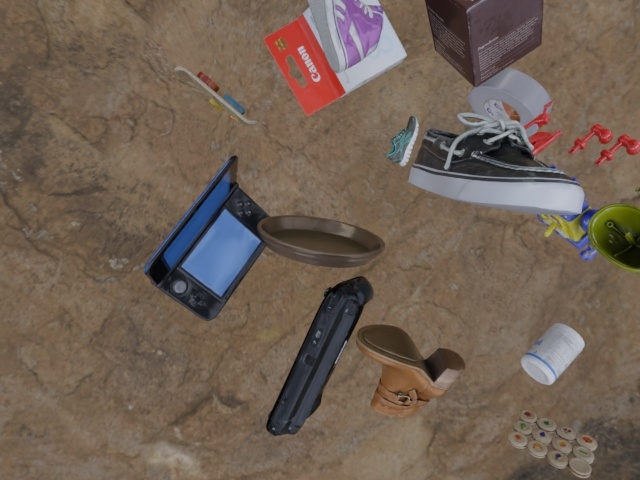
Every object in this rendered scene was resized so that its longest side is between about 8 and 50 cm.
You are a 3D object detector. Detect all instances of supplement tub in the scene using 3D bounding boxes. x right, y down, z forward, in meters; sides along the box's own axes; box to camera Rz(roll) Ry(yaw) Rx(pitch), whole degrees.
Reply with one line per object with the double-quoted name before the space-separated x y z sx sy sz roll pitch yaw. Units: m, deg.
"supplement tub" 0.451 0.221 0.907 0.107 0.071 0.071 -39 111 -16

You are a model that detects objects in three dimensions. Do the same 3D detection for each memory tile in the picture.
"memory tile" 0.451 0.390 0.907 0.113 0.148 0.012 -29 126 -46

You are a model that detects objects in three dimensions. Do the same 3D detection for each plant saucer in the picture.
"plant saucer" 0.000 0.000 1.002 0.278 0.278 0.041 5 106 -12

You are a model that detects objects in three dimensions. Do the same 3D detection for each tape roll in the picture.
"tape roll" 0.536 -0.391 1.328 0.219 0.219 0.072 37 87 -19

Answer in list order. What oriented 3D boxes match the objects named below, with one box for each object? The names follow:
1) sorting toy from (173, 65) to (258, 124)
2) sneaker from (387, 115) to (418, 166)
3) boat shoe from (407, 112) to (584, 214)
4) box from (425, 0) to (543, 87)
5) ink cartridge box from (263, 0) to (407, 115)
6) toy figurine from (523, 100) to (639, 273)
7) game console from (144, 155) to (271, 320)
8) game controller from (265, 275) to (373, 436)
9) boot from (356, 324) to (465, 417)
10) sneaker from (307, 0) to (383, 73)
"sorting toy" -0.273 -0.386 1.268 0.229 0.307 0.041 34 94 -15
"sneaker" 0.268 -0.330 1.524 0.076 0.065 0.166 14 102 -9
"boat shoe" 0.204 -0.100 0.577 0.113 0.306 0.104 7 102 -9
"box" 0.331 -0.467 0.949 0.167 0.168 0.203 -32 147 5
"ink cartridge box" 0.046 -0.650 1.556 0.385 0.091 0.308 -30 96 1
"toy figurine" 0.495 -0.063 0.857 0.191 0.362 0.217 -44 138 4
"game console" -0.214 0.009 0.997 0.250 0.173 0.293 45 69 -31
"game controller" 0.001 0.210 0.851 0.067 0.166 0.319 29 107 15
"boot" 0.168 0.316 1.095 0.284 0.109 0.220 17 126 -22
"sneaker" 0.063 -0.559 1.096 0.161 0.102 0.282 -30 138 -7
